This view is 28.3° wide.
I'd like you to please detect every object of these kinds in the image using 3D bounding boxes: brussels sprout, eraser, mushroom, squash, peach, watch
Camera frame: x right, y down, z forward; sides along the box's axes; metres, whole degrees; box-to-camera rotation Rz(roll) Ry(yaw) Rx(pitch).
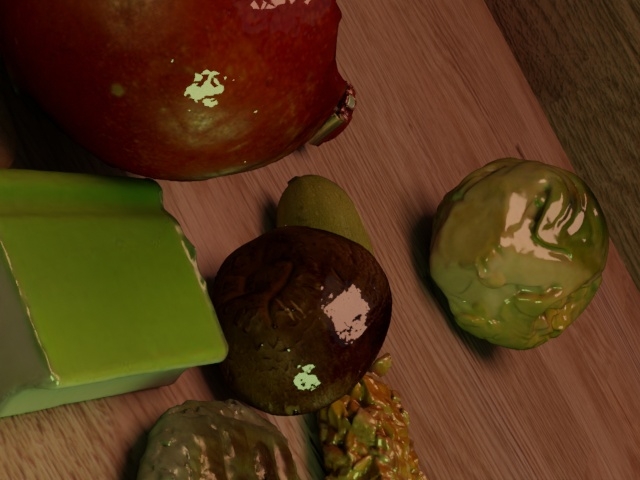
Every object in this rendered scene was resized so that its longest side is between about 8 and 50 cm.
[{"bbox_3d":[0.329,0.012,2.069,0.344,0.268,0.344,35,43,-42],"label":"brussels sprout"},{"bbox_3d":[-0.216,0.039,1.144,0.274,0.092,0.210,-5,70,-63],"label":"eraser"},{"bbox_3d":[-0.029,0.070,1.367,0.138,0.194,0.231,43,20,-41],"label":"mushroom"},{"bbox_3d":[0.000,0.000,1.604,0.123,0.123,0.186,27,39,-54],"label":"squash"},{"bbox_3d":[-0.170,-0.241,1.239,0.405,0.310,0.335,64,-14,5],"label":"peach"},{"bbox_3d":[-0.065,-0.241,1.756,0.268,0.102,0.165,41,24,-25],"label":"watch"}]

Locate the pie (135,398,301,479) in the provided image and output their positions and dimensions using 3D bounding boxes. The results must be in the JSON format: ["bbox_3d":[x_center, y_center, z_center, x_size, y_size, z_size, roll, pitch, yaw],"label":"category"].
[{"bbox_3d":[-0.078,0.284,1.203,0.306,0.071,0.306,44,31,-37],"label":"pie"}]

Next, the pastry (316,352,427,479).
[{"bbox_3d":[0.062,0.255,1.474,0.154,0.102,0.250,40,32,-44],"label":"pastry"}]

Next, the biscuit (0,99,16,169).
[{"bbox_3d":[-0.322,-0.113,1.168,0.120,0.015,0.120,46,28,-34],"label":"biscuit"}]
